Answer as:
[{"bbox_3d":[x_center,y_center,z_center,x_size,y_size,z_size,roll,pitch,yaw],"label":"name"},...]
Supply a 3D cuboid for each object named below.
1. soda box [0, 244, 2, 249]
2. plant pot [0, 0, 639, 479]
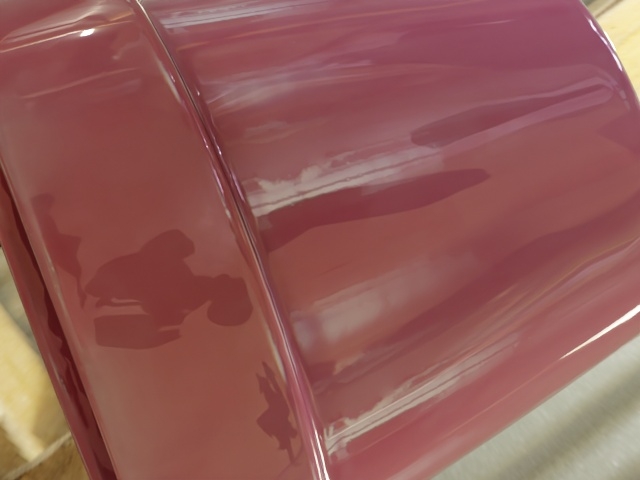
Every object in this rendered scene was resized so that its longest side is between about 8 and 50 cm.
[{"bbox_3d":[-0.119,-0.031,0.910,0.060,0.169,0.053,35,-71,-10],"label":"soda box"},{"bbox_3d":[0.000,0.000,0.522,0.180,0.201,0.201,-20,-85,-12],"label":"plant pot"}]
